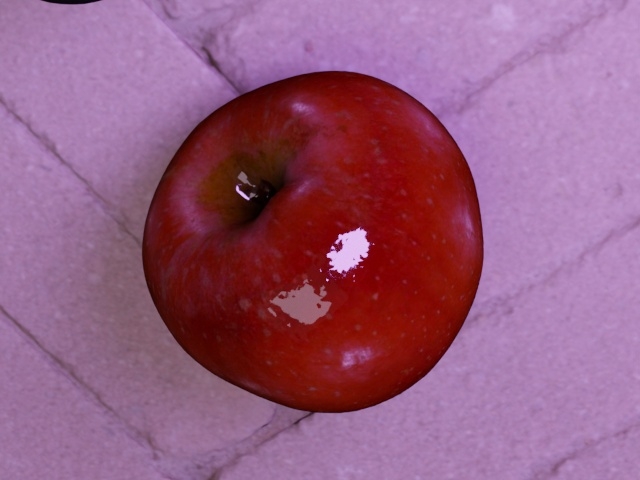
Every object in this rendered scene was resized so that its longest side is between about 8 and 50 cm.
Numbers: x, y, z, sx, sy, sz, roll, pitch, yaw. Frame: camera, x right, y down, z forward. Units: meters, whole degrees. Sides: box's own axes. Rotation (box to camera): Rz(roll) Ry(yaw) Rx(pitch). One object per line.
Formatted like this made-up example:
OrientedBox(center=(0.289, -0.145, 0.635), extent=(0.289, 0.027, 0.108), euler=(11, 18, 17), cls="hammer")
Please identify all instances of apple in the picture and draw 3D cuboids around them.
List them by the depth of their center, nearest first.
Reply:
OrientedBox(center=(0.000, 0.000, 1.316), extent=(0.260, 0.260, 0.216), euler=(-25, 144, 25), cls="apple")

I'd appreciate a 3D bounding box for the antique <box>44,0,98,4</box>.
OrientedBox(center=(-0.121, -0.286, 1.150), extent=(0.185, 0.255, 0.322), euler=(40, 120, -11), cls="antique")
